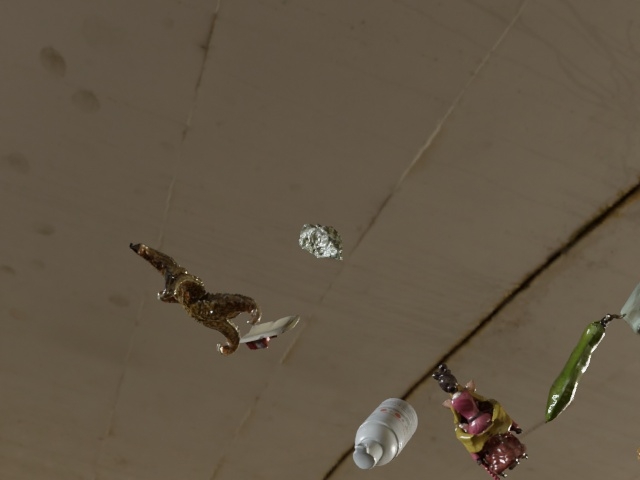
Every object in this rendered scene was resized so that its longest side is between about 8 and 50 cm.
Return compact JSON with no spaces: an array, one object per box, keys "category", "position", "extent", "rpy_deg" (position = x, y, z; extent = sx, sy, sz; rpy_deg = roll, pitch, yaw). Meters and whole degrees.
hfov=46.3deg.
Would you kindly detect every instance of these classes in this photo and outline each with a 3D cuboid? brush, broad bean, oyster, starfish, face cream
[{"category":"brush","position":[-0.121,0.230,1.827],"extent":[0.050,0.060,0.321],"rpy_deg":[50,-26,-6]},{"category":"broad bean","position":[0.623,0.301,1.812],"extent":[0.067,0.325,0.075],"rpy_deg":[32,-9,-6]},{"category":"oyster","position":[0.000,0.001,1.670],"extent":[0.100,0.098,0.037],"rpy_deg":[-1,-30,7]},{"category":"starfish","position":[-0.268,0.125,1.601],"extent":[0.312,0.113,0.303],"rpy_deg":[27,-20,19]},{"category":"face cream","position":[0.183,0.614,2.313],"extent":[0.145,0.145,0.369],"rpy_deg":[4,9,23]}]

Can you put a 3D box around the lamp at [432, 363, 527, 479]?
[{"category":"lamp","position":[0.325,0.372,1.567],"extent":[0.253,0.118,0.118],"rpy_deg":[49,-32,17]}]

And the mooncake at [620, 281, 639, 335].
[{"category":"mooncake","position":[0.894,0.147,1.893],"extent":[0.136,0.254,0.250],"rpy_deg":[36,-79,4]}]

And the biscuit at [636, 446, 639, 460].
[{"category":"biscuit","position":[0.822,0.463,1.727],"extent":[0.027,0.133,0.184],"rpy_deg":[52,-28,-5]}]
